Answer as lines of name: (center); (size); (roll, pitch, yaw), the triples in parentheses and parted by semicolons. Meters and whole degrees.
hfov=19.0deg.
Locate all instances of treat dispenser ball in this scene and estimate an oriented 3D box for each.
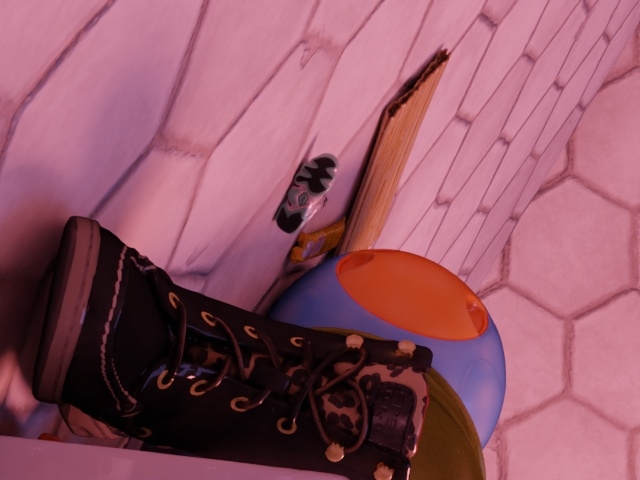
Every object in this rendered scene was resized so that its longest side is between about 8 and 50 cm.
treat dispenser ball: (0.067, 0.153, 2.172); (0.288, 0.288, 0.288); (-55, 168, -17)

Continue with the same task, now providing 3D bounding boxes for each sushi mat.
sushi mat: (0.075, -0.078, 2.278); (0.151, 0.019, 0.316); (-46, 163, -43)

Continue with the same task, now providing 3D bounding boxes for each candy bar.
candy bar: (0.000, 0.000, 2.169); (0.040, 0.018, 0.161); (-65, 167, 14)

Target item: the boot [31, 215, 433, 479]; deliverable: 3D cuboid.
boot: (-0.060, 0.098, 1.436); (0.377, 0.284, 0.138); (95, 7, -71)

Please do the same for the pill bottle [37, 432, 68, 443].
pill bottle: (-0.256, 0.273, 1.513); (0.246, 0.130, 0.130); (-55, 168, -18)

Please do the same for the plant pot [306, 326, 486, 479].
plant pot: (0.013, 0.313, 1.877); (0.366, 0.366, 0.353); (-60, -167, 11)

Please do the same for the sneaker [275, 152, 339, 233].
sneaker: (-0.006, -0.055, 1.960); (0.098, 0.038, 0.069); (-53, 173, 24)

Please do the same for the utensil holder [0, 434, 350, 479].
utensil holder: (-0.146, 0.337, 1.319); (0.327, 0.327, 0.386); (50, 46, -78)

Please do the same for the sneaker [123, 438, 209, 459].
sneaker: (-0.131, 0.243, 1.615); (0.282, 0.153, 0.099); (-43, 129, 1)
